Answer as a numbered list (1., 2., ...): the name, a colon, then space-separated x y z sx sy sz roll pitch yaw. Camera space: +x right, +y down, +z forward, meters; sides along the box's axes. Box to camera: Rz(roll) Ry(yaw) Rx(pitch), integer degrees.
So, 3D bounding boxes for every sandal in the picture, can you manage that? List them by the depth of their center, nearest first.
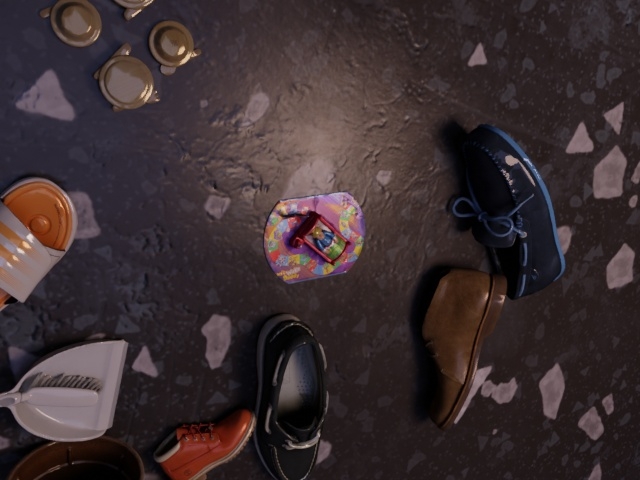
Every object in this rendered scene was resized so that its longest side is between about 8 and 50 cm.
1. sandal: -0.386 0.047 0.665 0.102 0.076 0.265 42 85 -29

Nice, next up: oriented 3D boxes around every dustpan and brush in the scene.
1. dustpan and brush: -0.363 0.197 0.730 0.211 0.060 0.147 9 102 -27

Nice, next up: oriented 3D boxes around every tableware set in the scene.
1. tableware set: -0.231 -0.249 0.681 0.141 0.020 0.168 -38 116 -12

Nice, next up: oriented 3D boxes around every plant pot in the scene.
1. plant pot: -0.324 0.379 0.755 0.167 0.167 0.165 -1 112 -25

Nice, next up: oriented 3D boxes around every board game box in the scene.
1. board game box: 0.000 0.000 0.856 0.169 0.033 0.133 -9 109 -22

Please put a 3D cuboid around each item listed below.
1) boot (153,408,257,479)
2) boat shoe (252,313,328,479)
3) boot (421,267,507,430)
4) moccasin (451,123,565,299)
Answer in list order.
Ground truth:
1. boot: -0.172 0.297 0.854 0.158 0.059 0.084 -39 113 -9
2. boat shoe: -0.043 0.267 0.882 0.114 0.091 0.302 -15 113 -24
3. boot: 0.224 0.188 1.000 0.115 0.112 0.305 13 107 3
4. moccasin: 0.310 -0.026 0.936 0.117 0.138 0.342 -37 116 -6
